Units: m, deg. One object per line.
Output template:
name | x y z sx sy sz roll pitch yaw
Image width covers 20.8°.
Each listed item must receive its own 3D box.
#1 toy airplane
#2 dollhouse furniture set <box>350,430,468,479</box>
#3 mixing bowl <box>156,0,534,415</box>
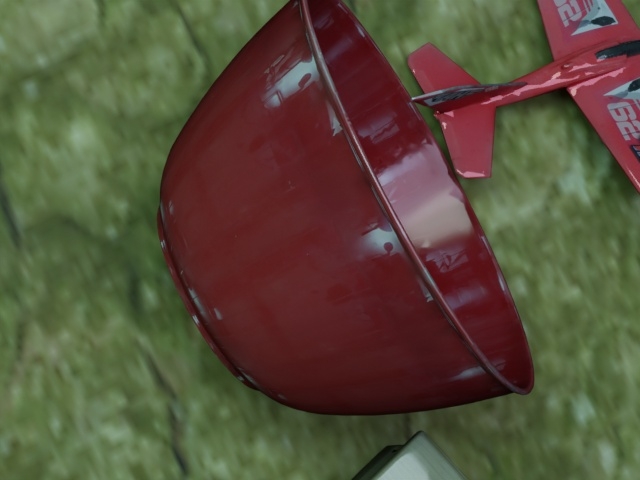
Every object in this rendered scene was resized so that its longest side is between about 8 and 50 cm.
toy airplane | 0.105 -0.070 0.774 0.151 0.028 0.151 6 64 -12
dollhouse furniture set | 0.048 0.196 0.694 0.161 0.101 0.182 -43 94 -15
mixing bowl | 0.000 0.000 0.688 0.098 0.181 0.181 -29 91 13
